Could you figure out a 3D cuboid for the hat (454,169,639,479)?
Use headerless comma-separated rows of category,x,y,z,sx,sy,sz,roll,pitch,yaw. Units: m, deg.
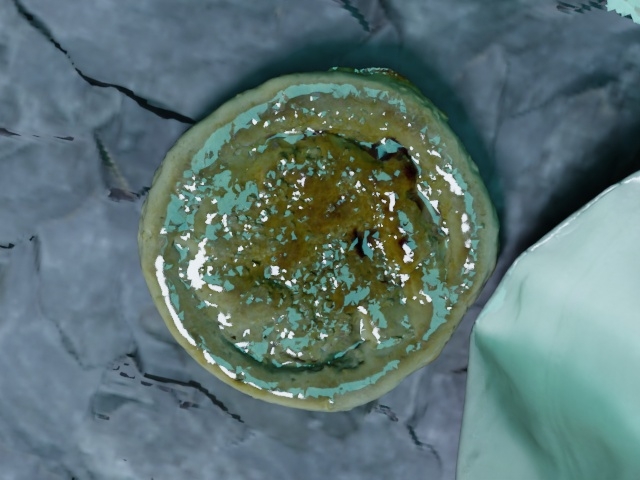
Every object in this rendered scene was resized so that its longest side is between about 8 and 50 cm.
hat,0.221,0.097,0.407,0.258,0.168,0.301,-12,131,36

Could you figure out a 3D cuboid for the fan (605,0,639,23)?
fan,0.264,-0.239,0.407,0.415,0.012,0.233,-37,101,6

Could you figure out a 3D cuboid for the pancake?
pancake,0.000,0.000,0.429,0.152,0.025,0.151,0,101,-2
